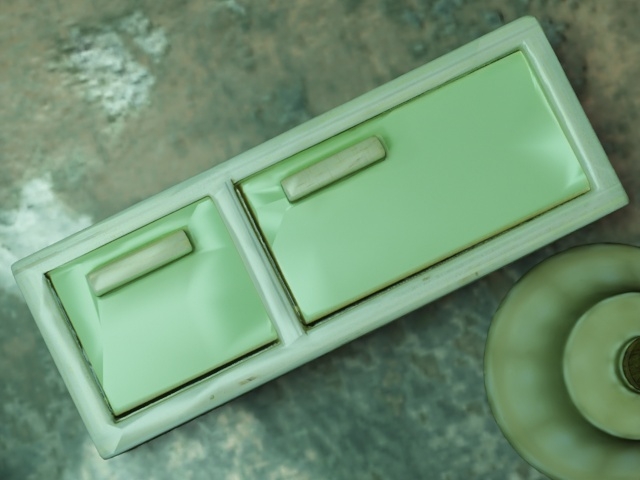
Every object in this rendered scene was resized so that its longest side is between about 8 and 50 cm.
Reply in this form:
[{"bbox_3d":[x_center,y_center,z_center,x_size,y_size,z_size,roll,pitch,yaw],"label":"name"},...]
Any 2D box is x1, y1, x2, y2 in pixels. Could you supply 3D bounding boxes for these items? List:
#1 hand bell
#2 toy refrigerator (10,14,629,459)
[{"bbox_3d":[0.144,0.055,0.736,0.126,0.242,0.126,0,86,0],"label":"hand bell"},{"bbox_3d":[0.000,0.000,0.814,0.269,0.094,0.102,-25,86,-2],"label":"toy refrigerator"}]
